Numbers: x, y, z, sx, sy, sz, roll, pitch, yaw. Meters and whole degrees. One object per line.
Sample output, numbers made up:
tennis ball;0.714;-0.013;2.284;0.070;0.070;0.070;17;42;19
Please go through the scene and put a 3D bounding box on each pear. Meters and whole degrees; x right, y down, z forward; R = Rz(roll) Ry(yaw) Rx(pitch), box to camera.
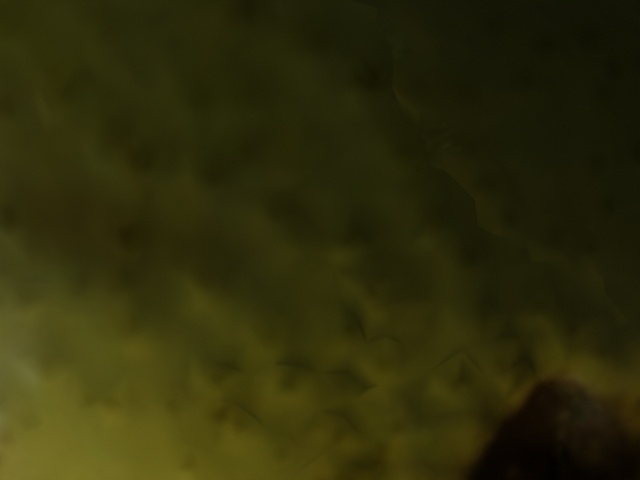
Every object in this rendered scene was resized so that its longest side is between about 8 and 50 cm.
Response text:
pear;0.000;0.000;0.504;0.348;0.348;0.348;162;90;-83
